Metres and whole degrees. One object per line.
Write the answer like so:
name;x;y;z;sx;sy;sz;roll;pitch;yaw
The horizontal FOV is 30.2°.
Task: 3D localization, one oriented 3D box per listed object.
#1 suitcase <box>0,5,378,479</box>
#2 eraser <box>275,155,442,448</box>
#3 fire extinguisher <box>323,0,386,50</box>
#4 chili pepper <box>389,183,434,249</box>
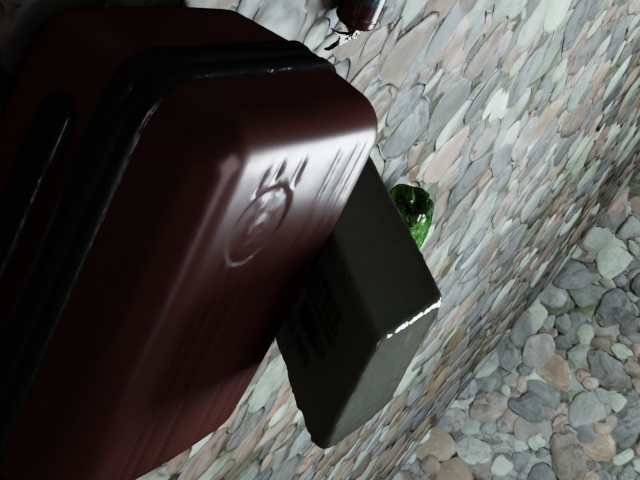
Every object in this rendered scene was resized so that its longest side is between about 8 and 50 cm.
suitcase;-0.111;0.005;0.759;0.236;0.161;0.297;-20;142;-61
eraser;-0.001;0.000;0.900;0.077;0.352;0.111;8;125;-25
fire extinguisher;0.042;-0.214;0.958;0.056;0.039;0.132;-19;141;-47
chili pepper;0.081;-0.002;1.389;0.122;0.065;0.279;-45;164;-38
